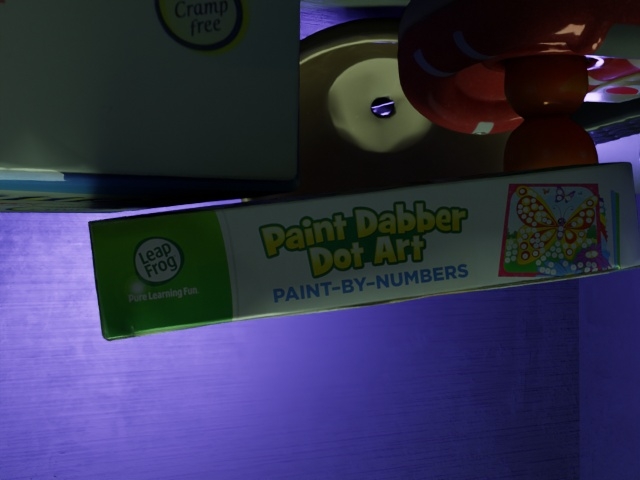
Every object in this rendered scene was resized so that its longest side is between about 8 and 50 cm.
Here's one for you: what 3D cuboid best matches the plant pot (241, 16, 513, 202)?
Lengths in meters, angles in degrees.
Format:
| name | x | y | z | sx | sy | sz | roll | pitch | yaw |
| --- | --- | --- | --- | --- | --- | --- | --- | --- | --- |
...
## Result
| name | x | y | z | sx | sy | sz | roll | pitch | yaw |
| --- | --- | --- | --- | --- | --- | --- | --- | --- | --- |
| plant pot | 0.051 | -0.085 | 0.855 | 0.237 | 0.237 | 0.110 | 0 | -142 | 3 |

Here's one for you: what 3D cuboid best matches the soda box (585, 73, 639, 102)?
| name | x | y | z | sx | sy | sz | roll | pitch | yaw |
| --- | --- | --- | --- | --- | --- | --- | --- | --- | --- |
| soda box | 0.228 | -0.136 | 0.708 | 0.058 | 0.061 | 0.181 | 1 | 179 | -16 |

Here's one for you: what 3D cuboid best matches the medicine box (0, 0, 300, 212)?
| name | x | y | z | sx | sy | sz | roll | pitch | yaw |
| --- | --- | --- | --- | --- | --- | --- | --- | --- | --- |
| medicine box | -0.190 | -0.093 | 0.565 | 0.263 | 0.149 | 0.289 | 0 | 180 | -30 |

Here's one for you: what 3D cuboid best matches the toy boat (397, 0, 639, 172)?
| name | x | y | z | sx | sy | sz | roll | pitch | yaw |
| --- | --- | --- | --- | --- | --- | --- | --- | --- | --- |
| toy boat | 0.137 | -0.092 | 0.641 | 0.150 | 0.151 | 0.231 | 0 | 179 | -16 |

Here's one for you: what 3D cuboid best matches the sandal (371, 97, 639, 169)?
| name | x | y | z | sx | sy | sz | roll | pitch | yaw |
| --- | --- | --- | --- | --- | --- | --- | --- | --- | --- |
| sandal | 0.160 | -0.124 | 0.998 | 0.445 | 0.107 | 0.167 | -13 | 175 | 13 |

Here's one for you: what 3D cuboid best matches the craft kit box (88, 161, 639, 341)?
| name | x | y | z | sx | sy | sz | roll | pitch | yaw |
| --- | --- | --- | --- | --- | --- | --- | --- | --- | --- |
| craft kit box | 0.000 | 0.000 | 0.568 | 0.246 | 0.061 | 0.250 | -10 | -177 | -13 |
